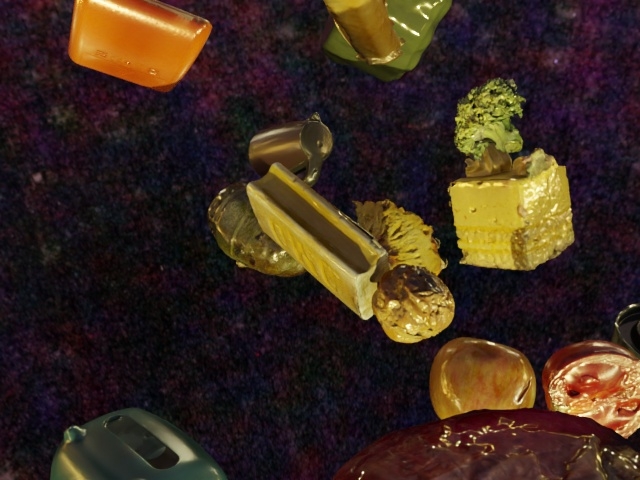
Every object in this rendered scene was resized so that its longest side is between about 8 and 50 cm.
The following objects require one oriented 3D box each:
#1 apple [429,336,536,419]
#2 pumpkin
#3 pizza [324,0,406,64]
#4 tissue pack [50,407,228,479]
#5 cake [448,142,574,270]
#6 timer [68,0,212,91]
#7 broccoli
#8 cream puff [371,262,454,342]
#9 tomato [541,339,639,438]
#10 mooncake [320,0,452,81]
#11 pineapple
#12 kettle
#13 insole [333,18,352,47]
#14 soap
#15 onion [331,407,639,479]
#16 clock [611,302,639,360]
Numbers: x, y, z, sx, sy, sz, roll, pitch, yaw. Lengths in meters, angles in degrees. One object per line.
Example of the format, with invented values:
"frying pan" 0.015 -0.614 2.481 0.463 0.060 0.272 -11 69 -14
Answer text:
"apple" 0.398 0.375 1.691 0.264 0.264 0.264 -2 48 2
"pumpkin" -0.136 0.005 1.781 0.325 0.242 0.232 17 26 -26
"pizza" 0.010 -0.293 0.540 0.089 0.323 0.223 -15 62 14
"tissue pack" -0.264 0.374 1.006 0.198 0.206 0.287 -21 31 -40
"cake" 0.462 -0.096 1.658 0.222 0.286 0.227 -23 18 -38
"timer" -0.372 -0.430 1.374 0.257 0.250 0.161 16 80 -23
"broccoli" 0.201 -0.138 0.807 0.097 0.095 0.092 -33 63 18
"cream puff" 0.147 0.094 1.046 0.133 0.104 0.119 13 30 -9
"tomato" 0.554 0.291 1.389 0.200 0.233 0.139 -12 25 8
"mooncake" 0.151 -0.507 1.381 0.194 0.356 0.356 24 49 -12
"pineapple" 0.169 0.041 1.299 0.139 0.164 0.250 -21 59 10
"kettle" -0.075 -0.221 1.775 0.144 0.232 0.202 18 76 -33
"insole" 0.029 -0.386 1.068 0.004 0.064 0.188 -20 81 -47
"soap" 0.000 0.000 1.176 0.089 0.173 0.274 -42 61 -15
"onion" 0.100 0.203 0.327 0.246 0.190 0.246 -8 38 6
"clock" 0.784 0.236 1.488 0.280 0.055 0.281 4 30 -2
